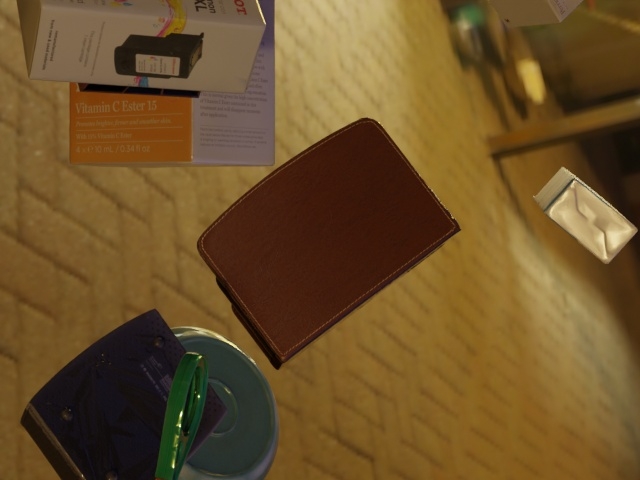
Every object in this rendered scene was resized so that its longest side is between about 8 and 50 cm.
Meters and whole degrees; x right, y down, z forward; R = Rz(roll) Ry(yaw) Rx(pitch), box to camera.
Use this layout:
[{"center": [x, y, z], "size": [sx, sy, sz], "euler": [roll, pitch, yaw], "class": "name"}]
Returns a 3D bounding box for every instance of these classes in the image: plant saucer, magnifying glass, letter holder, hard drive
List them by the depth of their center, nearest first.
[{"center": [-0.154, 0.224, 1.367], "size": [0.092, 0.026, 0.231], "euler": [81, 19, -65], "class": "magnifying glass"}, {"center": [-0.222, 0.196, 1.513], "size": [0.172, 0.054, 0.255], "euler": [55, 33, -3], "class": "hard drive"}, {"center": [0.000, 0.000, 1.831], "size": [0.214, 0.302, 0.152], "euler": [53, -9, 5], "class": "letter holder"}, {"center": [-0.191, 0.288, 2.265], "size": [0.318, 0.044, 0.317], "euler": [20, 55, -31], "class": "plant saucer"}]

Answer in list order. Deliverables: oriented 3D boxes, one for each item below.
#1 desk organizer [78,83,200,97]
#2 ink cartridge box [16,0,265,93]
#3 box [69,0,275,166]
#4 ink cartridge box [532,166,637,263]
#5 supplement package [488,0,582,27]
[{"center": [-0.154, -0.161, 1.182], "size": [0.130, 0.047, 0.050], "euler": [-2, 68, -41], "class": "desk organizer"}, {"center": [-0.143, -0.186, 1.047], "size": [0.072, 0.175, 0.127], "euler": [112, -30, -41], "class": "ink cartridge box"}, {"center": [-0.189, -0.266, 1.706], "size": [0.168, 0.215, 0.345], "euler": [-2, 93, -54], "class": "box"}, {"center": [0.335, -0.037, 1.710], "size": [0.104, 0.060, 0.180], "euler": [39, 9, -3], "class": "ink cartridge box"}, {"center": [0.317, -0.444, 1.899], "size": [0.194, 0.203, 0.149], "euler": [50, -14, -20], "class": "supplement package"}]
